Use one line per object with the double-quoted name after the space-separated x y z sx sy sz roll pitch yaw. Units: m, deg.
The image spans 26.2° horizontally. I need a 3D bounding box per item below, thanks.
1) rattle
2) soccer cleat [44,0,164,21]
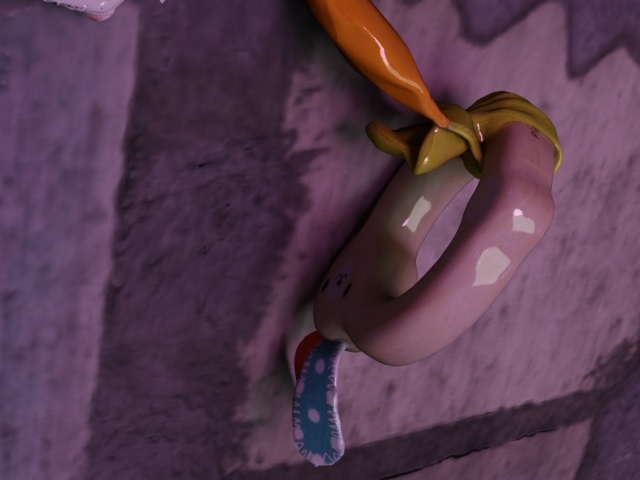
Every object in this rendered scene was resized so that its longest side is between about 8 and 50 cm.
0.000 0.000 0.606 0.142 0.130 0.199 21 135 -32 "rattle"
-0.091 -0.094 0.496 0.083 0.029 0.036 -19 127 -29 "soccer cleat"
